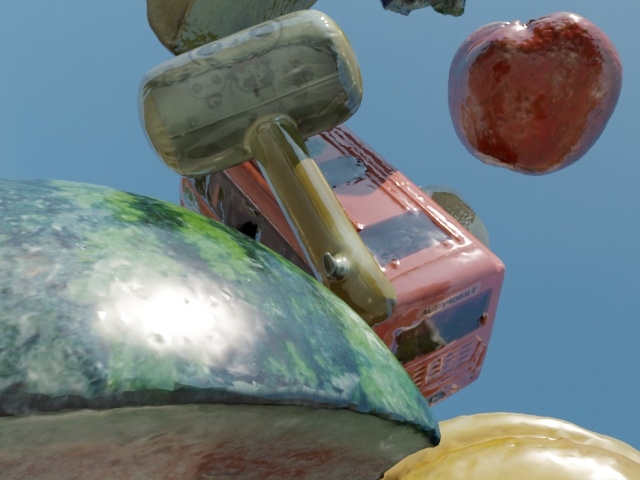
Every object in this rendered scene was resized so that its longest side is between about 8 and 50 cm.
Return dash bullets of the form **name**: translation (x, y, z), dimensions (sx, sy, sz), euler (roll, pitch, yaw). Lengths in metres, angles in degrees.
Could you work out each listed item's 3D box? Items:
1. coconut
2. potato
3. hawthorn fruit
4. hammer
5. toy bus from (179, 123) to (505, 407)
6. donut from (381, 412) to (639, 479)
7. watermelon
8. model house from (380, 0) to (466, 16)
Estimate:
- **coconut**: translation (0.169, 0.028, 1.316), dimensions (0.237, 0.237, 0.197), euler (-12, -46, 33)
- **potato**: translation (-0.127, -0.337, 0.928), dimensions (0.112, 0.255, 0.269), euler (32, -10, 32)
- **hawthorn fruit**: translation (0.351, -0.248, 1.297), dimensions (0.284, 0.284, 0.284), euler (13, -57, 21)
- **hammer**: translation (-0.025, -0.054, 0.646), dimensions (0.113, 0.202, 0.305), euler (72, -7, -60)
- **toy bus**: translation (0.000, 0.000, 0.903), dimensions (0.427, 0.203, 0.233), euler (47, -37, 37)
- **donut**: translation (0.154, 0.349, 0.564), dimensions (0.449, 0.449, 0.198), euler (19, -22, 18)
- **watermelon**: translation (-0.144, 0.079, 0.424), dimensions (0.250, 0.292, 0.283), euler (50, -9, -36)
- **model house**: translation (0.108, -0.356, 0.994), dimensions (0.148, 0.119, 0.148), euler (-14, -21, -4)
